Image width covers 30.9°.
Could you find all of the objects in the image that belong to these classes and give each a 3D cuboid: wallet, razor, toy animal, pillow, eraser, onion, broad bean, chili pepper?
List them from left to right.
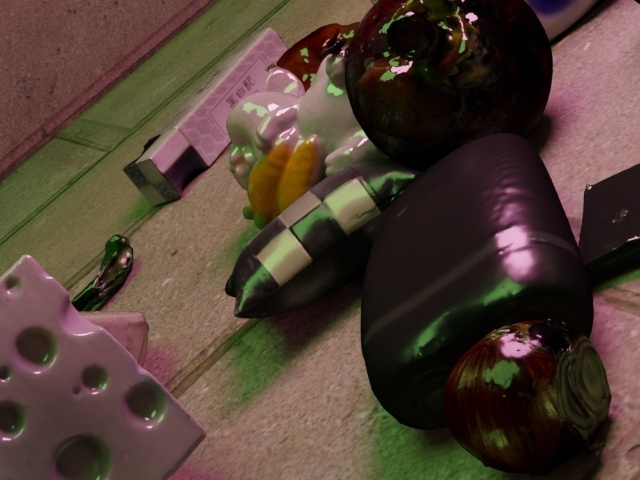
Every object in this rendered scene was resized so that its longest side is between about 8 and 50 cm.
[{"bbox_3d":[-0.334,0.063,1.776,0.073,0.050,0.182,-8,38,40],"label":"chili pepper"},{"bbox_3d":[-0.193,-0.228,2.088,0.098,0.096,0.404,-13,31,46],"label":"eraser"},{"bbox_3d":[-0.011,-0.138,1.508,0.310,0.183,0.247,-22,21,48],"label":"toy animal"},{"bbox_3d":[0.000,0.000,1.281,0.250,0.106,0.186,-37,9,-1],"label":"pillow"},{"bbox_3d":[0.014,-0.264,1.794,0.228,0.122,0.156,-19,24,47],"label":"broad bean"},{"bbox_3d":[0.127,0.019,1.035,0.204,0.113,0.349,-36,20,17],"label":"razor"},{"bbox_3d":[0.143,0.115,0.829,0.118,0.118,0.117,-23,-8,33],"label":"onion"},{"bbox_3d":[0.343,-0.059,0.971,0.285,0.030,0.146,-26,20,30],"label":"wallet"}]

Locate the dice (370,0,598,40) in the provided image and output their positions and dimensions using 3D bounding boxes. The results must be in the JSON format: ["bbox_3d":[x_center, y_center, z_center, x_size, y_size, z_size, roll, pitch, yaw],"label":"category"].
[{"bbox_3d":[0.213,-0.407,1.566,0.304,0.277,0.304,-29,21,16],"label":"dice"}]

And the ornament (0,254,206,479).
[{"bbox_3d":[-0.299,0.194,1.097,0.239,0.240,0.240,-47,10,-25],"label":"ornament"}]

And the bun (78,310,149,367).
[{"bbox_3d":[-0.333,0.172,1.394,0.263,0.175,0.263,-3,-3,0],"label":"bun"}]

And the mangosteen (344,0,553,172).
[{"bbox_3d":[0.137,-0.191,1.254,0.231,0.231,0.289,-37,-10,1],"label":"mangosteen"}]

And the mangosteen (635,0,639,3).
[{"bbox_3d":[0.406,-0.317,1.238,0.200,0.200,0.200,-32,22,14],"label":"mangosteen"}]
